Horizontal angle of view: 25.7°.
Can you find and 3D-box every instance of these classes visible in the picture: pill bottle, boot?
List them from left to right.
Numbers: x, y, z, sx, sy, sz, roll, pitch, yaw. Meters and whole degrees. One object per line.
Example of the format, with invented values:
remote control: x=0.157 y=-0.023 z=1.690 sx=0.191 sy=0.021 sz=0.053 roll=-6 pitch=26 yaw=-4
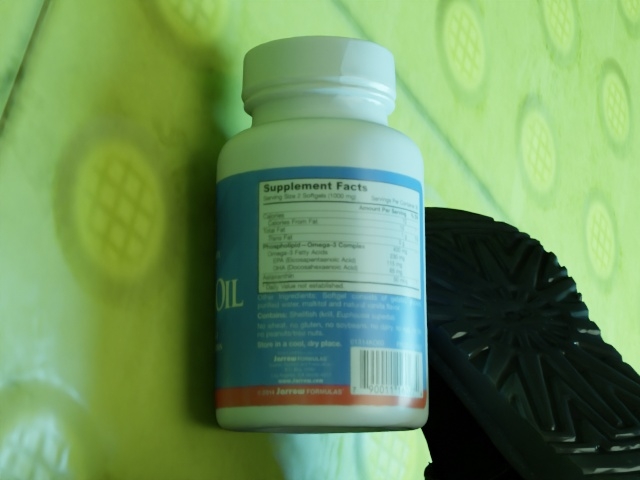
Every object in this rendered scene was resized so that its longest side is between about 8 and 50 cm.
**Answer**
pill bottle: x=0.000 y=0.000 z=0.819 sx=0.124 sy=0.124 sz=0.221 roll=16 pitch=70 yaw=-57
boot: x=0.095 y=0.157 z=0.919 sx=0.131 sy=0.348 sz=0.260 roll=0 pitch=122 yaw=-21
